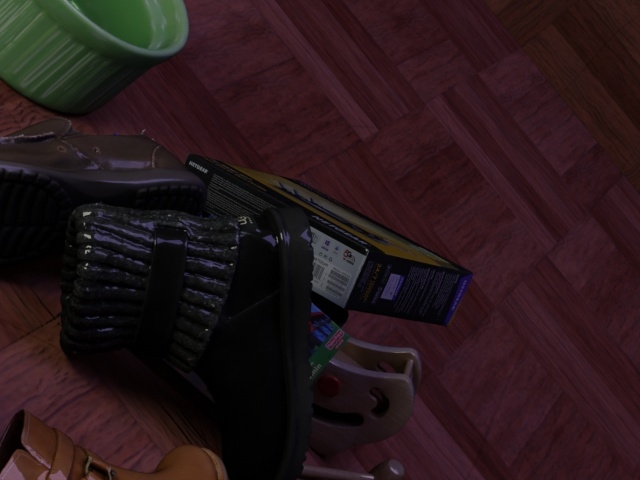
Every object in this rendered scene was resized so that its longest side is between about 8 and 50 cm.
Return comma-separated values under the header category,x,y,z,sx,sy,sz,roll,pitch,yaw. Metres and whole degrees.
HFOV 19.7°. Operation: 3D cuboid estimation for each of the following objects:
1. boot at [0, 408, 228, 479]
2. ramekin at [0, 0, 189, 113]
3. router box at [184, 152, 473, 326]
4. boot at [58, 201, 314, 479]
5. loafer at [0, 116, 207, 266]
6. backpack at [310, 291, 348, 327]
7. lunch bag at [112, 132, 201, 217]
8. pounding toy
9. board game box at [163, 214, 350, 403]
category,x,y,z,sx,sy,sz,roll,pitch,yaw
boot,-0.214,0.239,1.772,0.220,0.109,0.283,40,34,-13
ramekin,-0.320,-0.300,2.254,0.303,0.148,0.303,39,27,-25
router box,0.000,0.000,2.289,0.309,0.081,0.243,29,9,34
boot,-0.149,0.121,1.958,0.260,0.348,0.131,-4,16,-19
loafer,-0.300,-0.058,1.955,0.366,0.134,0.130,3,39,-41
backpack,-0.027,0.087,2.286,0.105,0.084,0.114,49,22,7
lunch bag,-0.207,-0.042,2.151,0.129,0.096,0.151,37,38,-25
pounding toy,0.024,0.183,2.159,0.269,0.154,0.155,45,25,-11
board game box,-0.096,0.099,2.074,0.211,0.160,0.039,42,-4,-17
